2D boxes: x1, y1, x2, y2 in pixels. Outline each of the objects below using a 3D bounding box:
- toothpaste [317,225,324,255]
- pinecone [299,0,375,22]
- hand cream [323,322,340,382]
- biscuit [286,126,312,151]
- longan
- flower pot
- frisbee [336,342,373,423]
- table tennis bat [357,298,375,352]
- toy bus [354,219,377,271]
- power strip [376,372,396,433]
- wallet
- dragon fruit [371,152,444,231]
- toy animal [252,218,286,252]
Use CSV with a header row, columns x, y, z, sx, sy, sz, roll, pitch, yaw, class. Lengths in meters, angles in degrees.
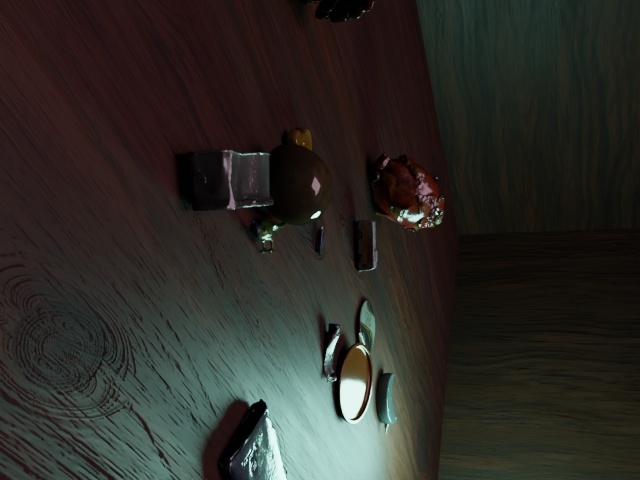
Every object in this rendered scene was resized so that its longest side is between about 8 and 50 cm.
x,y,z,sx,sy,sz,roll,pitch,yaw,class
0.000,0.000,1.751,0.027,0.019,0.083,107,-12,-76,toothpaste
0.025,-0.701,1.589,0.292,0.246,0.247,33,56,-51,pinecone
0.031,0.319,1.791,0.062,0.038,0.163,17,78,-71,hand cream
-0.046,-0.172,1.612,0.212,0.041,0.239,-76,155,-51,biscuit
-0.060,-0.125,1.411,0.204,0.159,0.185,-172,-116,-73,longan
-0.165,-0.113,1.183,0.229,0.103,0.108,-19,107,-70,flower pot
0.109,0.444,1.958,0.250,0.021,0.251,-4,94,-61,frisbee
0.145,0.332,2.120,0.301,0.022,0.174,-73,151,-46,table tennis bat
0.152,0.017,2.092,0.057,0.072,0.172,-10,98,-74,toy bus
0.246,0.607,2.333,0.137,0.044,0.216,0,88,-70,power strip
-0.116,0.548,1.336,0.191,0.046,0.379,-59,141,-59,wallet
0.308,-0.174,2.308,0.314,0.250,0.251,22,58,-21,dragon fruit
-0.113,-0.010,1.414,0.217,0.041,0.075,-3,90,-74,toy animal
